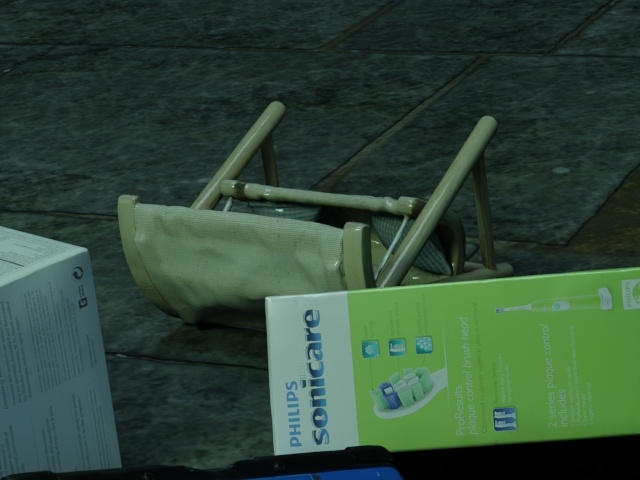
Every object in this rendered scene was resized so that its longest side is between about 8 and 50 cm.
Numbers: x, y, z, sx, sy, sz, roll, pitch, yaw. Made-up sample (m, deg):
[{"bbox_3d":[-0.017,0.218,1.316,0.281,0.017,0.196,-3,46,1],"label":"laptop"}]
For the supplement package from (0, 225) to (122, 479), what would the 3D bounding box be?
[{"bbox_3d":[-0.317,0.121,1.473,0.198,0.199,0.262,13,27,42],"label":"supplement package"}]

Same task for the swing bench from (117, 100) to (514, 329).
[{"bbox_3d":[0.000,0.000,1.786,0.253,0.165,0.254,8,30,33],"label":"swing bench"}]

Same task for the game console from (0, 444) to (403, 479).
[{"bbox_3d":[-0.085,0.227,1.274,0.293,0.173,0.250,-1,45,-35],"label":"game console"}]

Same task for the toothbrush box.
[{"bbox_3d":[0.109,0.089,1.462,0.283,0.122,0.206,-3,-3,2],"label":"toothbrush box"}]
